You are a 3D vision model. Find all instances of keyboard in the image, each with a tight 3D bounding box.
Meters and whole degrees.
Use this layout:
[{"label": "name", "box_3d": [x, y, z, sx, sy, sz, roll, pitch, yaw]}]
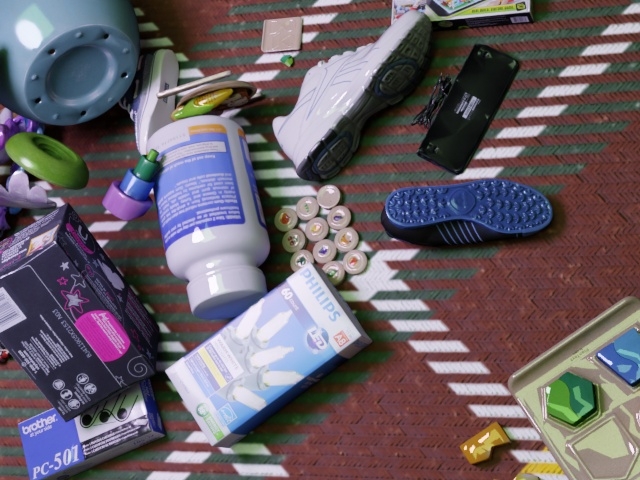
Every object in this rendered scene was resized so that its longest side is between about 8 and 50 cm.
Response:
[{"label": "keyboard", "box_3d": [0.202, -0.195, 1.807, 0.100, 0.038, 0.192, 29, 84, 2]}]

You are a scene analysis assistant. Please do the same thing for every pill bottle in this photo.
[{"label": "pill bottle", "box_3d": [-0.158, -0.030, 1.813, 0.152, 0.152, 0.272, -19, 68, 14]}]

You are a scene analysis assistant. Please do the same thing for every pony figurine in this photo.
[{"label": "pony figurine", "box_3d": [-0.564, -0.073, 1.891, 0.303, 0.351, 0.363, 38, 89, -6]}]

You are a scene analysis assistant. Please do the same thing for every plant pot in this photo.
[{"label": "plant pot", "box_3d": [-0.410, -0.315, 1.894, 0.293, 0.293, 0.235, -41, 55, 4]}]

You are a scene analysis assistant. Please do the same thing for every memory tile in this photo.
[{"label": "memory tile", "box_3d": [0.000, 0.000, 1.823, 0.113, 0.012, 0.148, -26, 67, 11]}]

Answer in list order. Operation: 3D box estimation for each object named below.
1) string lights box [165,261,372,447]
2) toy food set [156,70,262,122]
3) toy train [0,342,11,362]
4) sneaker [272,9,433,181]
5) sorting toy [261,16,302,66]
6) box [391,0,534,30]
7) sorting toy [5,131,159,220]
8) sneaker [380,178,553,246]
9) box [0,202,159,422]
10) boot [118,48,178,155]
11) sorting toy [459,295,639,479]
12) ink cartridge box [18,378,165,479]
[{"label": "string lights box", "box_3d": [-0.072, 0.162, 1.759, 0.260, 0.077, 0.133, -38, 72, 6]}, {"label": "toy food set", "box_3d": [-0.155, -0.199, 1.850, 0.132, 0.192, 0.038, -17, 83, 12]}, {"label": "toy train", "box_3d": [-0.500, 0.173, 1.945, 0.158, 0.027, 0.036, 0, 85, 19]}, {"label": "sneaker", "box_3d": [0.041, -0.230, 1.826, 0.297, 0.111, 0.129, -46, 58, 5]}, {"label": "sorting toy", "box_3d": [-0.060, -0.306, 1.939, 0.062, 0.012, 0.083, -1, 70, 15]}, {"label": "box", "box_3d": [0.210, -0.370, 1.848, 0.207, 0.036, 0.114, -3, 73, 19]}, {"label": "sorting toy", "box_3d": [-0.383, -0.167, 1.765, 0.365, 0.127, 0.126, 29, 105, -5]}, {"label": "sneaker", "box_3d": [0.199, -0.034, 1.732, 0.232, 0.090, 0.081, 2, 72, -2]}, {"label": "box", "box_3d": [-0.363, 0.103, 1.785, 0.163, 0.247, 0.142, -29, 23, 10]}, {"label": "boot", "box_3d": [-0.279, -0.209, 1.966, 0.086, 0.069, 0.190, -4, 64, 26]}, {"label": "sorting toy", "box_3d": [0.344, 0.241, 1.609, 0.307, 0.041, 0.229, -36, 65, 6]}, {"label": "ink cartridge box", "box_3d": [-0.338, 0.279, 1.842, 0.207, 0.046, 0.097, -24, 66, 12]}]
